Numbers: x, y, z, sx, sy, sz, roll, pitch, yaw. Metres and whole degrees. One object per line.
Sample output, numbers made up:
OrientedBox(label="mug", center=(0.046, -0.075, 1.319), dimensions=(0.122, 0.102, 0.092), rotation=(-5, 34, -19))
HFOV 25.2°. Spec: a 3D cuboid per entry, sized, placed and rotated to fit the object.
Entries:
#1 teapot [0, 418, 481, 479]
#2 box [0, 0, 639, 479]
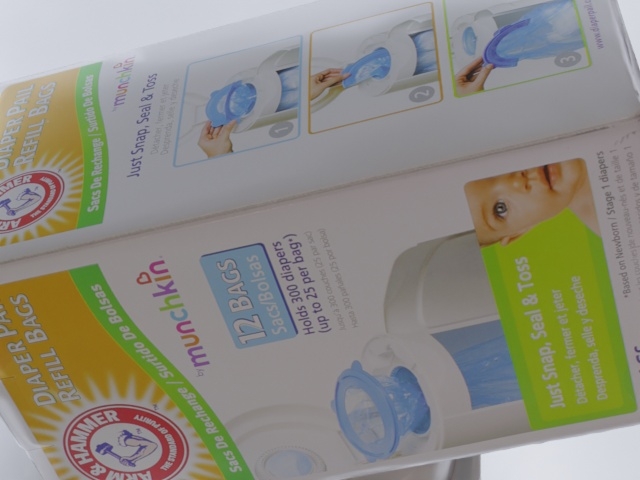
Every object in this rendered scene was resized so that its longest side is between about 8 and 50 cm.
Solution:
OrientedBox(label="teapot", center=(-0.023, 0.093, 0.595), dimensions=(0.256, 0.187, 0.252), rotation=(48, -137, 6))
OrientedBox(label="box", center=(0.000, 0.000, 0.442), dimensions=(0.203, 0.103, 0.114), rotation=(-12, -52, 10))
